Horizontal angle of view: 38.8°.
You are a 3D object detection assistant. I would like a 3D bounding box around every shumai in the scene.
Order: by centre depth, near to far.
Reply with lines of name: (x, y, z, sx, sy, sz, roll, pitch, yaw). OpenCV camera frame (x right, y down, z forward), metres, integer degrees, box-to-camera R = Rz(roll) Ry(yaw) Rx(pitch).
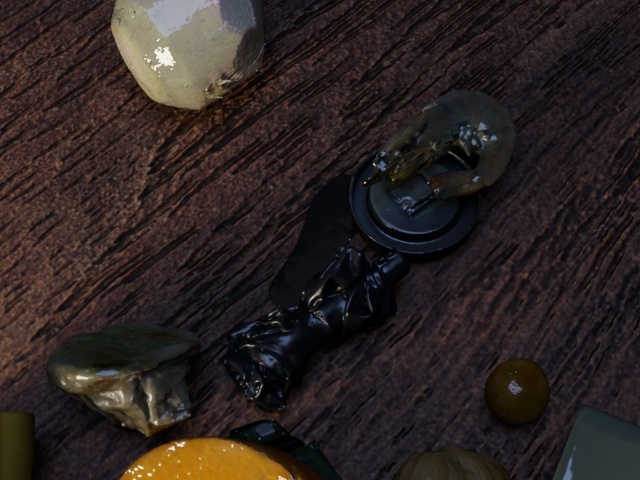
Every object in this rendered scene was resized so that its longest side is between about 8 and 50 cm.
shumai: (-0.236, 0.176, 1.131, 0.201, 0.201, 0.120, -5, 101, 2)

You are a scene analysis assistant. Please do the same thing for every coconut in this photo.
coconut: (-0.184, -0.319, 1.353, 0.234, 0.224, 0.224, -30, 62, -10)

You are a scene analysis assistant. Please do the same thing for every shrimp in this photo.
shrimp: (0.171, -0.112, 1.245, 0.145, 0.059, 0.254, 41, 62, 11)

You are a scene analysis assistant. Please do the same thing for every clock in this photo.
clock: (0.131, -0.053, 1.268, 0.184, 0.040, 0.184, -1, 61, 1)

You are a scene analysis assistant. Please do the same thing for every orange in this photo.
orange: (0.240, 0.183, 1.104, 0.085, 0.085, 0.085, -2, 60, 4)

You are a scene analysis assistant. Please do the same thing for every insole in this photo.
insole: (0.000, 0.000, 1.271, 0.080, 0.003, 0.232, 21, 64, 16)

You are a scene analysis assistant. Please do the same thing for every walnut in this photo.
walnut: (0.150, 0.308, 1.000, 0.166, 0.149, 0.166, 9, 71, -26)

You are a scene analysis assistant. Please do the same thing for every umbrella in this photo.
umbrella: (0.000, 0.099, 1.154, 0.272, 0.110, 0.122, -36, 103, -12)

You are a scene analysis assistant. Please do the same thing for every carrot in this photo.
carrot: (-0.089, 0.332, 0.953, 0.307, 0.100, 0.258, -5, 85, 30)

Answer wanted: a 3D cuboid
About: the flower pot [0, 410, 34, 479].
flower pot: (-0.421, 0.299, 1.041, 0.195, 0.195, 0.179, -9, 73, -1)

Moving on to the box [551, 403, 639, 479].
box: (0.369, 0.392, 0.921, 0.344, 0.177, 0.352, 21, 64, 19)

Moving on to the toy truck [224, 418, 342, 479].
toy truck: (-0.025, 0.315, 1.013, 0.088, 0.121, 0.259, -10, 50, -45)
